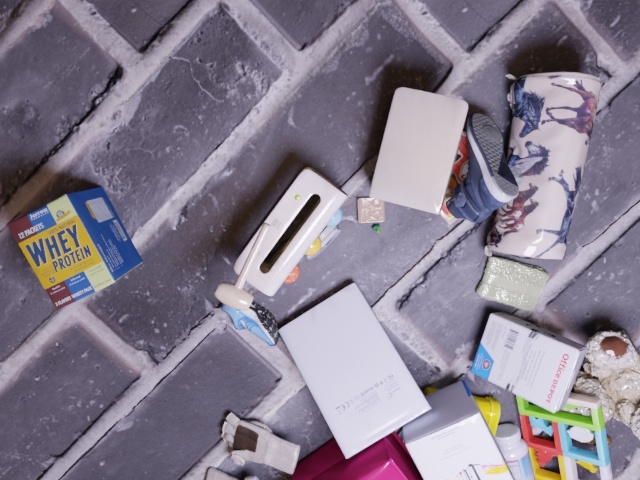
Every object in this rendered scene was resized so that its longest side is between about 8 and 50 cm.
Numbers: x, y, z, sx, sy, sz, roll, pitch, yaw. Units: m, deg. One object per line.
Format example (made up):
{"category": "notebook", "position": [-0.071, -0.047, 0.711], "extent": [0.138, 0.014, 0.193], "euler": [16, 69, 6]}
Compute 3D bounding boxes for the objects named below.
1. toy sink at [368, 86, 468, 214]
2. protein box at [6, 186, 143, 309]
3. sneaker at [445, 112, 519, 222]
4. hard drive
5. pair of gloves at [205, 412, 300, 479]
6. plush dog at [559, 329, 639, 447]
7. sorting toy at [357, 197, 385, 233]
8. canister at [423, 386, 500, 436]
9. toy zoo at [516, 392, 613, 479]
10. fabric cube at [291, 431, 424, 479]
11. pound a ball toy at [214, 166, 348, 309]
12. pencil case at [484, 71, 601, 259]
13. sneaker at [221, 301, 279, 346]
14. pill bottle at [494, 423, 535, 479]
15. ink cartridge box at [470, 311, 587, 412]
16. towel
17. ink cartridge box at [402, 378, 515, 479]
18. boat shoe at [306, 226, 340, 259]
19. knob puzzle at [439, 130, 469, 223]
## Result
{"category": "toy sink", "position": [0.211, -0.190, 1.261], "extent": [0.153, 0.131, 0.234], "euler": [15, 103, 12]}
{"category": "protein box", "position": [-0.508, 0.008, 1.266], "extent": [0.136, 0.201, 0.199], "euler": [-26, 99, 4]}
{"category": "sneaker", "position": [0.324, -0.146, 1.276], "extent": [0.086, 0.163, 0.226], "euler": [5, 60, -20]}
{"category": "hard drive", "position": [0.070, 0.282, 1.322], "extent": [0.210, 0.040, 0.318], "euler": [-33, 68, 5]}
{"category": "pair of gloves", "position": [-0.170, 0.546, 1.404], "extent": [0.204, 0.042, 0.239], "euler": [23, 98, 22]}
{"category": "plush dog", "position": [0.641, 0.343, 1.367], "extent": [0.226, 0.211, 0.262], "euler": [-32, 80, 22]}
{"category": "sorting toy", "position": [0.116, -0.056, 1.356], "extent": [0.062, 0.012, 0.083], "euler": [-4, 96, -5]}
{"category": "canister", "position": [0.322, 0.420, 1.409], "extent": [0.170, 0.073, 0.126], "euler": [11, 99, -1]}
{"category": "toy zoo", "position": [0.562, 0.480, 1.373], "extent": [0.030, 0.192, 0.292], "euler": [-25, 107, -41]}
{"category": "fabric cube", "position": [0.108, 0.589, 1.344], "extent": [0.258, 0.259, 0.254], "euler": [-37, 97, 3]}
{"category": "pound a ball toy", "position": [-0.071, 0.008, 1.267], "extent": [0.136, 0.208, 0.319], "euler": [36, 97, -6]}
{"category": "pencil case", "position": [0.460, -0.148, 1.269], "extent": [0.184, 0.160, 0.409], "euler": [17, 104, 41]}
{"category": "sneaker", "position": [-0.162, 0.185, 1.381], "extent": [0.162, 0.063, 0.073], "euler": [45, 115, -3]}
{"category": "pill bottle", "position": [0.455, 0.524, 1.420], "extent": [0.087, 0.087, 0.160], "euler": [-14, 99, 2]}
{"category": "ink cartridge box", "position": [0.460, 0.265, 1.324], "extent": [0.203, 0.086, 0.148], "euler": [24, 101, 35]}
{"category": "towel", "position": [0.443, 0.100, 1.378], "extent": [0.148, 0.027, 0.109], "euler": [17, 98, -3]}
{"category": "ink cartridge box", "position": [0.301, 0.463, 1.294], "extent": [0.168, 0.171, 0.232], "euler": [-26, 98, 7]}
{"category": "boat shoe", "position": [0.000, 0.000, 1.358], "extent": [0.100, 0.035, 0.035], "euler": [-46, 70, 10]}
{"category": "knob puzzle", "position": [0.290, -0.161, 1.331], "extent": [0.213, 0.030, 0.212], "euler": [0, 100, 0]}
